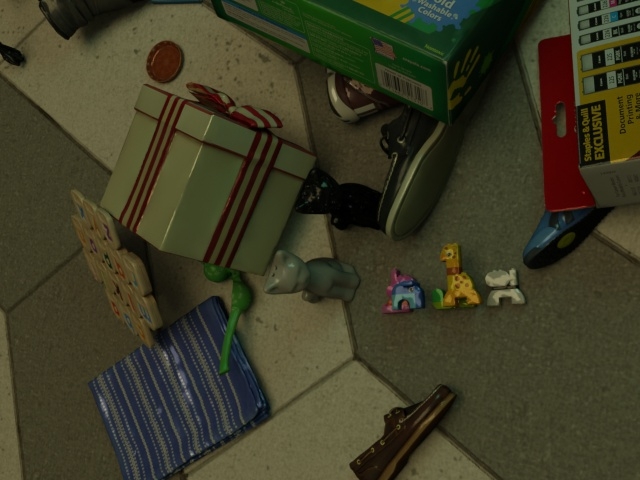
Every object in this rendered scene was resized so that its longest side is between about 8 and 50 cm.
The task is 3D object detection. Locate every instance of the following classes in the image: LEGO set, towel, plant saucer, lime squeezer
[{"bbox_3d":[0.188,0.056,1.259,0.227,0.087,0.093,-6,80,25],"label":"LEGO set"},{"bbox_3d":[-0.262,0.279,1.480,0.336,0.040,0.243,-35,68,18],"label":"towel"},{"bbox_3d":[-0.301,-0.346,1.607,0.084,0.013,0.083,-4,82,26],"label":"plant saucer"},{"bbox_3d":[-0.189,0.083,1.452,0.110,0.059,0.310,-31,65,-1],"label":"lime squeezer"}]

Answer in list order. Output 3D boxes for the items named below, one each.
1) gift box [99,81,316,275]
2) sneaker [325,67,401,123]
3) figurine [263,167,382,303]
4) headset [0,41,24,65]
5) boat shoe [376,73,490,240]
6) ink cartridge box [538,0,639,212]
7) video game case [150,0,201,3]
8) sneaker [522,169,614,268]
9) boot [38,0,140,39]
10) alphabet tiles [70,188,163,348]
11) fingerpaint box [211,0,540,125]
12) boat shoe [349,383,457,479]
[{"bbox_3d":[-0.176,-0.113,1.384,0.255,0.276,0.258,28,99,40],"label":"gift box"},{"bbox_3d":[0.085,-0.343,1.373,0.163,0.106,0.281,-10,88,20],"label":"sneaker"},{"bbox_3d":[0.000,0.000,1.292,0.092,0.209,0.214,24,94,28],"label":"figurine"},{"bbox_3d":[-0.625,-0.580,1.761,0.243,0.185,0.394,10,72,32],"label":"headset"},{"bbox_3d":[0.151,-0.168,1.290,0.113,0.127,0.340,23,92,29],"label":"boat shoe"},{"bbox_3d":[0.418,-0.211,1.116,0.272,0.130,0.309,-9,63,26],"label":"ink cartridge box"},{"bbox_3d":[-0.270,-0.545,1.620,0.119,0.015,0.166,7,86,28],"label":"video game case"},{"bbox_3d":[0.362,-0.049,1.203,0.209,0.069,0.082,-48,54,12],"label":"sneaker"},{"bbox_3d":[-0.495,-0.584,1.613,0.223,0.118,0.338,-21,91,8],"label":"boot"},{"bbox_3d":[-0.361,0.049,1.458,0.284,0.021,0.277,27,137,48],"label":"alphabet tiles"},{"bbox_3d":[0.100,-0.436,1.242,0.445,0.163,0.371,31,73,22],"label":"fingerpaint box"},{"bbox_3d":[0.122,0.293,1.264,0.073,0.073,0.207,42,102,23],"label":"boat shoe"}]
